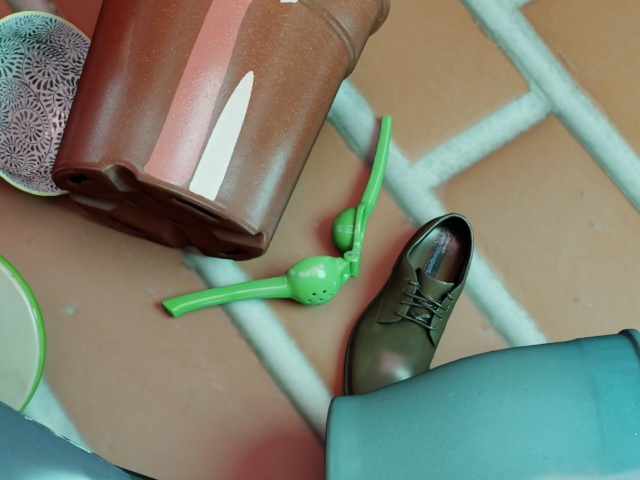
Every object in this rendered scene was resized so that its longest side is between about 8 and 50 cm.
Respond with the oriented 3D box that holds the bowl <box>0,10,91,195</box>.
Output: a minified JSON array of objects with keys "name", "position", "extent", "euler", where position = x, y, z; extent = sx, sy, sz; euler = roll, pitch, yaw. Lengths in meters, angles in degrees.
[{"name":"bowl","position":[-0.282,-0.125,1.027],"extent":[0.170,0.080,0.170],"euler":[2,87,-50]}]

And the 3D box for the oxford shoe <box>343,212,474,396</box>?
[{"name":"oxford shoe","position":[0.082,0.069,1.009],"extent":[0.082,0.096,0.227],"euler":[22,68,-1]}]

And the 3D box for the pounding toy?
[{"name":"pounding toy","position":[-0.333,0.098,0.945],"extent":[0.237,0.110,0.183],"euler":[-44,91,8]}]

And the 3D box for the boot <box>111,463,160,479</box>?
[{"name":"boot","position":[-0.125,0.432,0.814],"extent":[0.367,0.146,0.445],"euler":[28,62,1]}]

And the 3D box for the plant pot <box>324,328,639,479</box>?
[{"name":"plant pot","position":[0.135,0.213,0.882],"extent":[0.255,0.272,0.272],"euler":[-3,68,6]}]

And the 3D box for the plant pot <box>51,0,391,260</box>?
[{"name":"plant pot","position":[-0.103,-0.138,0.991],"extent":[0.272,0.272,0.265],"euler":[18,75,-1]}]

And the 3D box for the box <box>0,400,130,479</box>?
[{"name":"box","position":[-0.316,0.286,0.687],"extent":[0.179,0.312,0.343],"euler":[33,56,-14]}]

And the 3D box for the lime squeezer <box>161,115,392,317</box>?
[{"name":"lime squeezer","position":[0.000,0.000,1.058],"extent":[0.310,0.059,0.110],"euler":[-42,47,-21]}]
